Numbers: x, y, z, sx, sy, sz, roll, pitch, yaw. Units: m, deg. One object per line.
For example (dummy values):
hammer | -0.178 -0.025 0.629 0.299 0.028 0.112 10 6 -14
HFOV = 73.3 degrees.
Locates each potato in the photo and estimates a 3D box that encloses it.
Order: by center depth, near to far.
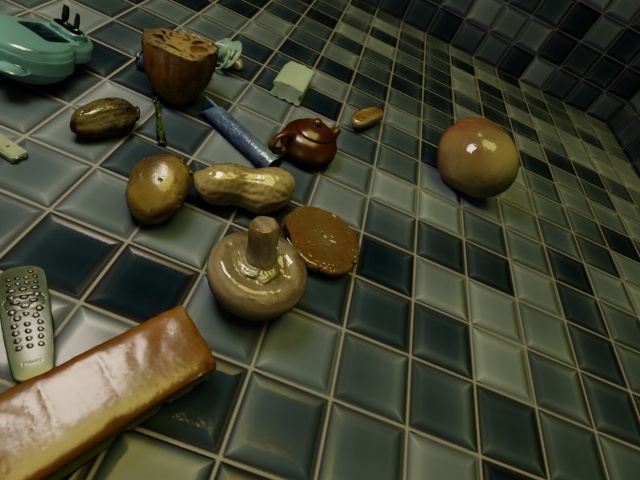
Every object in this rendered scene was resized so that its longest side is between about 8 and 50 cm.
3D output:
potato | -0.356 -0.120 0.952 0.137 0.137 0.176 19 41 -10

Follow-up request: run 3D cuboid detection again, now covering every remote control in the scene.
remote control | -0.482 0.133 0.707 0.072 0.042 0.222 -8 53 -34

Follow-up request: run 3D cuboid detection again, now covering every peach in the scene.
peach | 0.547 -0.293 1.497 0.292 0.247 0.292 18 59 -33

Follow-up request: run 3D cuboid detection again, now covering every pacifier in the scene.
pacifier | -0.315 -0.625 1.484 0.150 0.127 0.116 24 -5 34

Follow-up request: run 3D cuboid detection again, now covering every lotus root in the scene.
lotus root | -0.531 -0.303 1.061 0.080 0.089 0.179 12 32 40
lotus root | -0.403 -0.491 1.235 0.188 0.180 0.199 27 42 5

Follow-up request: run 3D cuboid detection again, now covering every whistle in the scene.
whistle | -0.236 -0.304 1.234 0.304 0.062 0.062 43 45 14

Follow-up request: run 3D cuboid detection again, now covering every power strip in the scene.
power strip | -0.682 -0.200 0.933 0.090 0.016 0.040 33 44 5

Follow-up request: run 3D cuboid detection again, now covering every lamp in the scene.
lamp | -0.716 -0.489 1.089 0.209 0.147 0.284 35 51 4

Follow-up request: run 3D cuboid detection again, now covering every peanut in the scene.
peanut | -0.181 -0.127 1.059 0.256 0.124 0.124 1 50 -24

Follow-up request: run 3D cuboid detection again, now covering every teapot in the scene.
teapot | -0.044 -0.305 1.284 0.252 0.135 0.178 -15 54 -38

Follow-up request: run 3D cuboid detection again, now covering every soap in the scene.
soap | -0.098 -0.572 1.555 0.114 0.063 0.198 22 43 -6

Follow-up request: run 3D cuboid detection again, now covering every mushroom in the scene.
mushroom | -0.120 0.043 0.858 0.207 0.215 0.207 10 41 -9

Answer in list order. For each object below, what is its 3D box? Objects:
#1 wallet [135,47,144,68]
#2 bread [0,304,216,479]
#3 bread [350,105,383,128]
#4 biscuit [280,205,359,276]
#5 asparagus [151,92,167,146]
wallet | -0.457 -0.550 1.349 0.202 0.059 0.141 20 42 -9
bread | -0.337 0.240 0.657 0.138 0.077 0.361 46 45 18
bread | 0.168 -0.451 1.590 0.073 0.053 0.214 43 42 8
biscuit | 0.000 0.000 1.085 0.225 0.042 0.226 16 43 -15
asparagus | -0.448 -0.341 1.187 0.022 0.023 0.233 49 16 -55
